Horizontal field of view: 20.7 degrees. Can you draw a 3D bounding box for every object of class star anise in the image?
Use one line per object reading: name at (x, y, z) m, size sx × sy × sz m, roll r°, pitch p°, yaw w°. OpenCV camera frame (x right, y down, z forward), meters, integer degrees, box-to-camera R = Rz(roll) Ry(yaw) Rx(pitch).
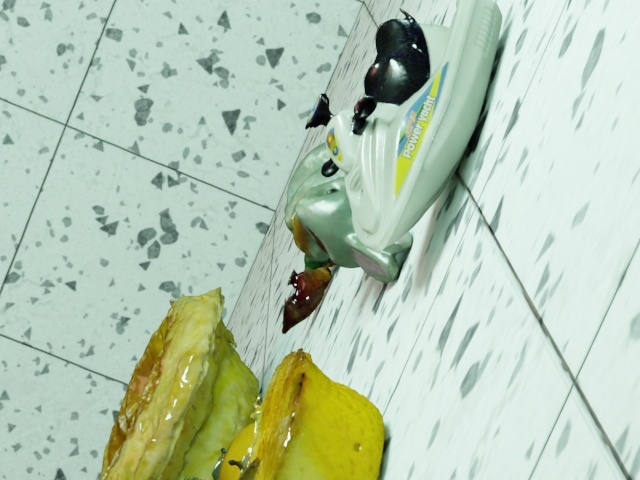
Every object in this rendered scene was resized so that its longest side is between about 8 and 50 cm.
star anise at (0.004, 0.001, 2.195) m, size 0.157 × 0.053 × 0.212 m, roll -77°, pitch 8°, yaw -56°

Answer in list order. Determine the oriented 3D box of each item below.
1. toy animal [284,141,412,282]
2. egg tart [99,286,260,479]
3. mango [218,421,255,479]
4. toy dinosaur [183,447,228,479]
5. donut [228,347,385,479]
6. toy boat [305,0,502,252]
toy animal at (0.029, -0.028, 1.729) m, size 0.251 × 0.125 × 0.127 m, roll -122°, pitch 25°, yaw -77°
egg tart at (-0.195, 0.277, 2.407) m, size 0.443 × 0.178 × 0.443 m, roll -156°, pitch 90°, yaw -83°
mango at (-0.052, 0.235, 1.597) m, size 0.184 × 0.085 × 0.102 m, roll -87°, pitch 18°, yaw -58°
toy dinosaur at (-0.090, 0.330, 1.988) m, size 0.187 × 0.087 × 0.179 m, roll -51°, pitch -46°, yaw -47°
donut at (-0.016, 0.187, 1.316) m, size 0.152 × 0.101 × 0.259 m, roll 119°, pitch 172°, yaw -51°
toy boat at (0.073, -0.111, 1.532) m, size 0.269 × 0.141 × 0.141 m, roll -53°, pitch -6°, yaw -40°
